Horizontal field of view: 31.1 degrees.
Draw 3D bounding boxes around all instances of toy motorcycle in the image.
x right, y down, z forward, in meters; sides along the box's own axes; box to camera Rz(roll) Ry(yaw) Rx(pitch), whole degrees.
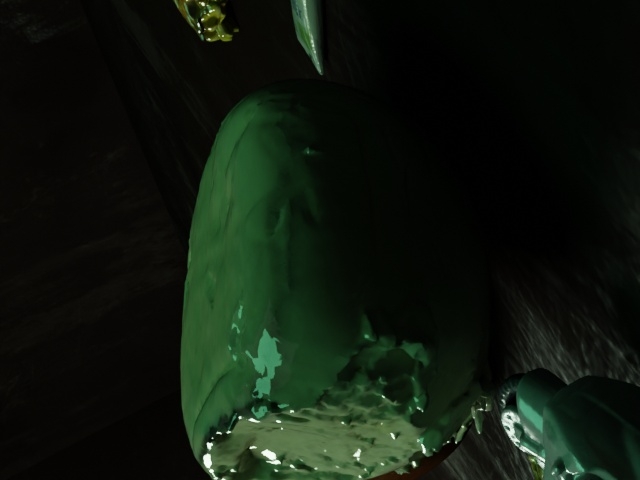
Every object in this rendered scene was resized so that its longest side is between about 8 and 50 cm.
[{"bbox_3d":[0.219,0.191,0.780,0.260,0.110,0.171,56,156,9],"label":"toy motorcycle"}]

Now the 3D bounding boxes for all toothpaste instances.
[{"bbox_3d":[-0.012,-0.217,1.069,0.048,0.029,0.197,60,171,19],"label":"toothpaste"}]

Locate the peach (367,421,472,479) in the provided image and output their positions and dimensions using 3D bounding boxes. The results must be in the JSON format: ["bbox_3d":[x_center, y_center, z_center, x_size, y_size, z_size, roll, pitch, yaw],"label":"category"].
[{"bbox_3d":[0.030,0.139,1.178,0.252,0.252,0.252,59,168,20],"label":"peach"}]

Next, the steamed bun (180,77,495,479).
[{"bbox_3d":[0.020,0.034,0.928,0.334,0.233,0.312,135,139,-63],"label":"steamed bun"}]

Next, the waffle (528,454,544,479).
[{"bbox_3d":[0.218,0.242,0.955,0.192,0.046,0.161,-95,-18,-81],"label":"waffle"}]

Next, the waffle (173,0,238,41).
[{"bbox_3d":[-0.179,-0.373,1.430,0.238,0.058,0.243,-126,16,-51],"label":"waffle"}]
